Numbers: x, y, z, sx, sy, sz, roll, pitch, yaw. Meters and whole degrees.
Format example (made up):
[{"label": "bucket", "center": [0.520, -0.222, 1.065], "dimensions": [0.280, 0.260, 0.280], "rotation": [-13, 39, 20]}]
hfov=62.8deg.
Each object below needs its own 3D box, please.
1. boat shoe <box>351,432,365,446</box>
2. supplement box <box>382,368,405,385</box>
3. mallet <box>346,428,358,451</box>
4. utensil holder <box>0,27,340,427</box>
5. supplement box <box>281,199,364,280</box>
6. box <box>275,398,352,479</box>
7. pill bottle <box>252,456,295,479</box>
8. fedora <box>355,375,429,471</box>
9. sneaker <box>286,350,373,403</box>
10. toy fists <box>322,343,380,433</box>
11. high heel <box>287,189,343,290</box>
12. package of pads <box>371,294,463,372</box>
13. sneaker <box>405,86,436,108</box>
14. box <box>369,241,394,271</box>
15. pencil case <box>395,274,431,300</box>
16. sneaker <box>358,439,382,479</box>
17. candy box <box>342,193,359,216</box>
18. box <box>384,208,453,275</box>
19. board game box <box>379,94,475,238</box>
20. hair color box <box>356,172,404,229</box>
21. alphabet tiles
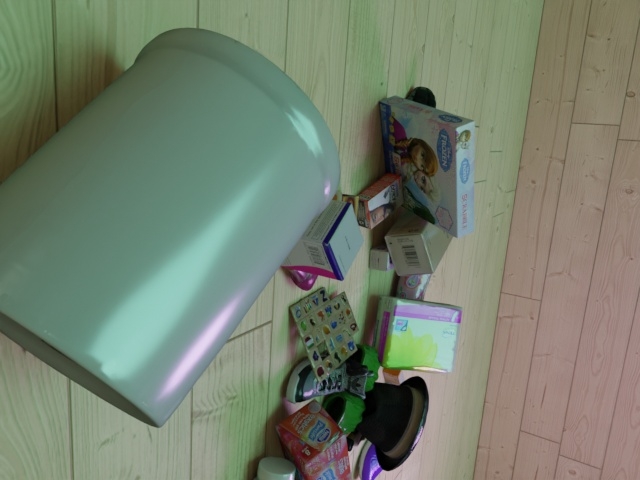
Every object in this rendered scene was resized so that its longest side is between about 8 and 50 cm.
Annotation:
[{"label": "boat shoe", "center": [0.135, 0.650, 1.739], "dimensions": [0.100, 0.035, 0.035], "rotation": [-21, 118, -55]}, {"label": "supplement box", "center": [0.264, 0.491, 1.875], "dimensions": [0.036, 0.062, 0.098], "rotation": [-55, 142, -36]}, {"label": "mallet", "center": [0.088, 0.612, 1.657], "dimensions": [0.190, 0.063, 0.039], "rotation": [2, 100, -74]}, {"label": "utensil holder", "center": [-0.206, -0.015, 0.662], "dimensions": [0.385, 0.328, 0.327], "rotation": [-58, 144, -28]}, {"label": "supplement box", "center": [-0.043, -0.014, 1.033], "dimensions": [0.113, 0.220, 0.111], "rotation": [-60, 145, -32]}, {"label": "box", "center": [-0.012, 0.532, 1.301], "dimensions": [0.123, 0.128, 0.256], "rotation": [-30, 136, -23]}, {"label": "pill bottle", "center": [-0.119, 0.624, 1.223], "dimensions": [0.118, 0.118, 0.208], "rotation": [5, 95, -60]}, {"label": "fedora", "center": [0.196, 0.537, 1.619], "dimensions": [0.334, 0.153, 0.333], "rotation": [-155, -90, -85]}, {"label": "sneaker", "center": [0.035, 0.362, 1.356], "dimensions": [0.269, 0.153, 0.101], "rotation": [-12, 110, -58]}, {"label": "toy fists", "center": [0.090, 0.439, 1.539], "dimensions": [0.142, 0.096, 0.279], "rotation": [41, 66, -48]}, {"label": "high heel", "center": [0.000, 0.000, 1.249], "dimensions": [0.243, 0.082, 0.117], "rotation": [-66, 152, -23]}, {"label": "package of pads", "center": [0.311, 0.306, 1.683], "dimensions": [0.297, 0.101, 0.228], "rotation": [10, 88, -26]}, {"label": "sneaker", "center": [0.293, -0.350, 1.637], "dimensions": [0.106, 0.101, 0.267], "rotation": [102, -1, -78]}, {"label": "box", "center": [0.259, 0.030, 1.709], "dimensions": [0.324, 0.063, 0.067], "rotation": [-18, 113, -56]}, {"label": "pencil case", "center": [0.307, 0.206, 1.796], "dimensions": [0.124, 0.124, 0.283], "rotation": [20, 82, -60]}, {"label": "sneaker", "center": [0.243, 0.730, 1.838], "dimensions": [0.293, 0.146, 0.102], "rotation": [-56, 143, -34]}, {"label": "candy box", "center": [0.044, -0.023, 1.341], "dimensions": [0.109, 0.053, 0.186], "rotation": [-10, 107, -58]}, {"label": "box", "center": [0.326, -0.033, 1.639], "dimensions": [0.311, 0.121, 0.147], "rotation": [-49, 125, -47]}, {"label": "board game box", "center": [0.289, -0.208, 1.442], "dimensions": [0.066, 0.318, 0.318], "rotation": [-24, 124, -20]}, {"label": "hair color box", "center": [0.170, -0.114, 1.496], "dimensions": [0.167, 0.053, 0.093], "rotation": [-37, 131, -34]}, {"label": "alphabet tiles", "center": [0.023, 0.223, 1.351], "dimensions": [0.237, 0.009, 0.198], "rotation": [-25, 95, -55]}]
